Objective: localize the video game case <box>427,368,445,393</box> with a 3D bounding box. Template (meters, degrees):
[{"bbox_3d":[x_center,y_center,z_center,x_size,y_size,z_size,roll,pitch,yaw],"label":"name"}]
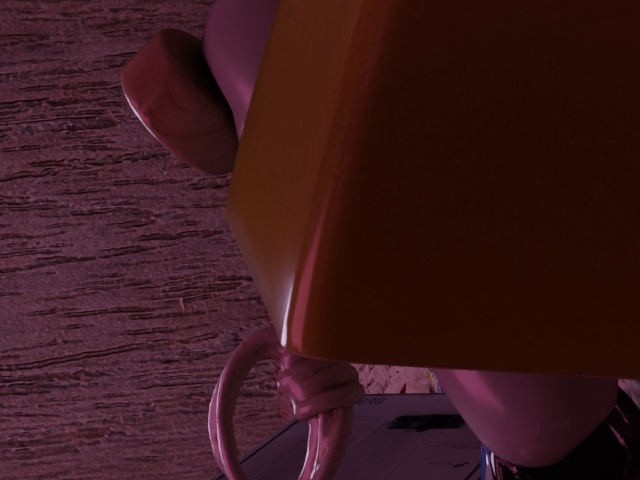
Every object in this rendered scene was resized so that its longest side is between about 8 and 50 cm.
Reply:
[{"bbox_3d":[0.106,0.047,1.092,0.232,0.041,0.210,-107,12,-52],"label":"video game case"}]

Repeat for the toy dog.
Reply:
[{"bbox_3d":[0.039,-0.031,0.778,0.161,0.220,0.334,7,-117,-57],"label":"toy dog"}]

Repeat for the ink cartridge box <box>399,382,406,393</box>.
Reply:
[{"bbox_3d":[0.075,0.242,1.371,0.145,0.045,0.179,-50,-33,-61],"label":"ink cartridge box"}]

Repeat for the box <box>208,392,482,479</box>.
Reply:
[{"bbox_3d":[0.027,0.169,0.875,0.290,0.169,0.087,-25,-70,-66],"label":"box"}]

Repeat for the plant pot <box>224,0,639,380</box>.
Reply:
[{"bbox_3d":[0.087,-0.071,0.540,0.212,0.212,0.187,-123,38,-74],"label":"plant pot"}]

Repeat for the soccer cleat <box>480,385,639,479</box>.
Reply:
[{"bbox_3d":[0.151,0.228,0.751,0.143,0.116,0.331,75,-172,-66],"label":"soccer cleat"}]
